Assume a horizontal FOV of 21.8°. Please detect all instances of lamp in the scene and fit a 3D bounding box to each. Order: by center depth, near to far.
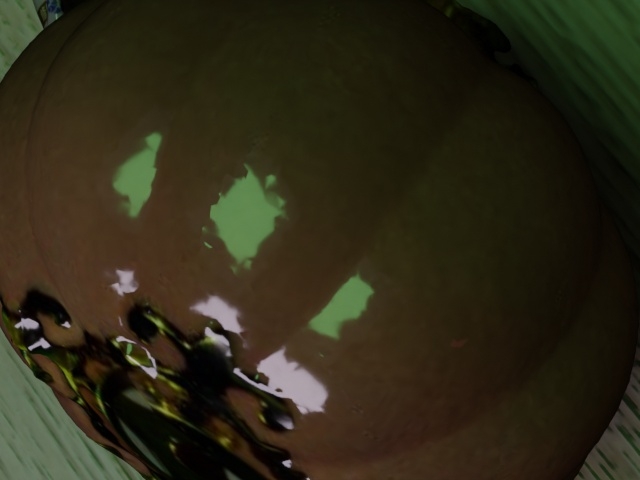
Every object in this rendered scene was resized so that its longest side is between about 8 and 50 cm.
[{"bbox_3d":[0.000,0.000,0.736,0.305,0.240,0.305,28,153,16],"label":"lamp"}]

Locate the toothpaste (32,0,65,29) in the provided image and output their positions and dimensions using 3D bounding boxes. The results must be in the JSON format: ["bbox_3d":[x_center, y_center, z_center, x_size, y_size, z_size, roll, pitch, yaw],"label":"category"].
[{"bbox_3d":[-0.160,-0.175,0.922,0.075,0.048,0.301,-36,66,50],"label":"toothpaste"}]
